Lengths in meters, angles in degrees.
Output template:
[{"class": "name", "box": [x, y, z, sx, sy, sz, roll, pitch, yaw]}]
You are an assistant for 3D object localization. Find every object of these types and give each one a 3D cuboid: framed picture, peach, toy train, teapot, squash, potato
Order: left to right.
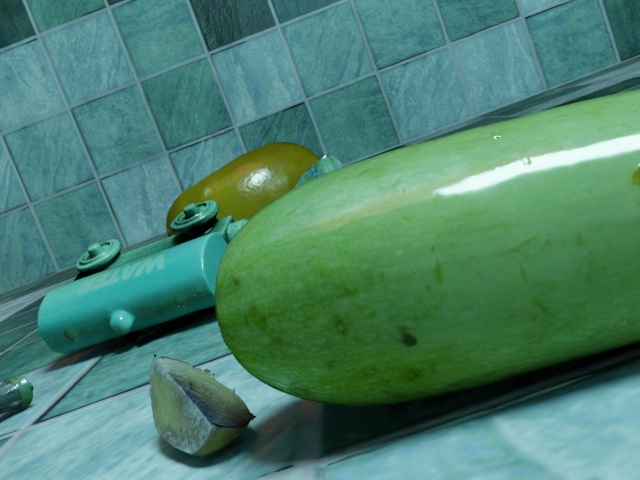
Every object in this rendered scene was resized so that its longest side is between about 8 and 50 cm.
[{"class": "teapot", "box": [-0.297, 0.149, 0.646, 0.042, 0.043, 0.110, -14, 6, 39]}, {"class": "toy train", "box": [-0.186, 0.047, 0.821, 0.248, 0.101, 0.159, -19, 24, 20]}, {"class": "framed picture", "box": [-0.140, 0.068, 0.890, 0.195, 0.010, 0.199, -24, 8, -23]}, {"class": "potato", "box": [-0.066, 0.098, 0.425, 0.037, 0.036, 0.093, 17, 5, -35]}, {"class": "peach", "box": [-0.097, -0.048, 1.095, 0.251, 0.153, 0.251, -15, 3, 1]}, {"class": "squash", "box": [0.127, -0.007, 0.346, 0.370, 0.118, 0.118, -16, 8, 10]}]

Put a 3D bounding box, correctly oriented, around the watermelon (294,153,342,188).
[{"class": "watermelon", "box": [-0.004, 0.003, 0.692, 0.094, 0.081, 0.180, -51, -11, -37]}]
